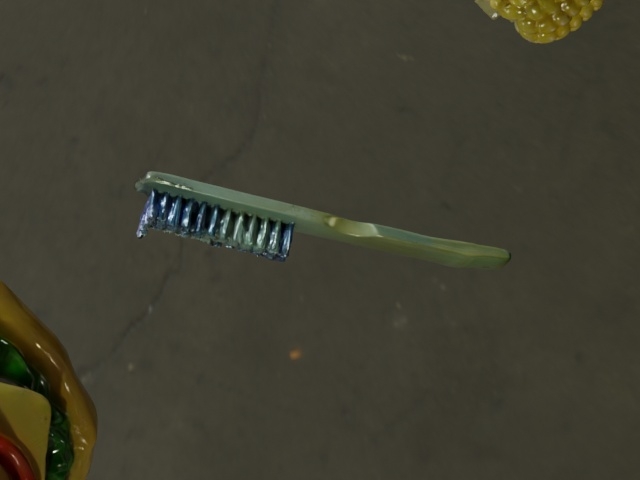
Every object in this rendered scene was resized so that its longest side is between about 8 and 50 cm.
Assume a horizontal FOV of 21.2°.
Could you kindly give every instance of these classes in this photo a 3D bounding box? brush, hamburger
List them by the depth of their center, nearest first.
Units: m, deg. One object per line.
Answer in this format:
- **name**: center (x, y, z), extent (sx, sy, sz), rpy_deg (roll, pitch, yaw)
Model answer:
- **hamburger**: center (-0.172, 0.079, 0.696), extent (0.162, 0.115, 0.162), rpy_deg (12, 132, 13)
- **brush**: center (0.000, -0.001, 0.796), extent (0.178, 0.033, 0.030), rpy_deg (13, 71, -10)

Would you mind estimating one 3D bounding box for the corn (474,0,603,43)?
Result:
- **corn**: center (0.180, -0.226, 1.014), extent (0.093, 0.093, 0.244), rpy_deg (37, 99, -13)
